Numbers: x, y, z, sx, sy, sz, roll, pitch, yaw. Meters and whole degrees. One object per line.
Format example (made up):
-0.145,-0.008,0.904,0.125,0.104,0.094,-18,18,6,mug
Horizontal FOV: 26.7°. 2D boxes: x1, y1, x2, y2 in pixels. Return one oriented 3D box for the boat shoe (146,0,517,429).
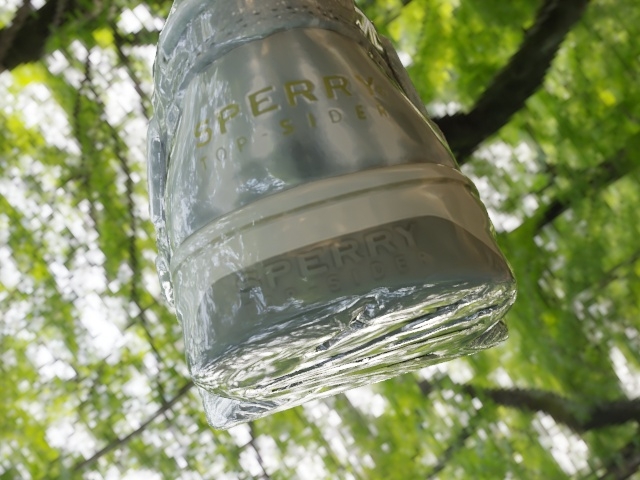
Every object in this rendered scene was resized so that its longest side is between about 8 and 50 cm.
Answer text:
-0.003,0.001,0.464,0.320,0.118,0.103,71,-177,-80,boat shoe
